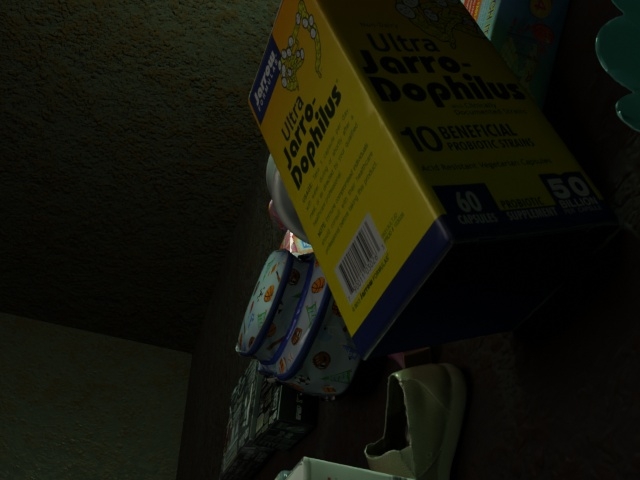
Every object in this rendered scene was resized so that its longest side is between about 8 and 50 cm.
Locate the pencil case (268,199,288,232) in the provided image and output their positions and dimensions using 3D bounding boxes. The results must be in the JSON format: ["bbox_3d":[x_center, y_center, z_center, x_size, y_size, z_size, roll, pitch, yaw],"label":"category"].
[{"bbox_3d":[-0.040,-0.110,1.733,0.284,0.124,0.124,135,148,-67],"label":"pencil case"}]

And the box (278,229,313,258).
[{"bbox_3d":[-0.048,0.109,1.515,0.128,0.122,0.257,-92,21,-50],"label":"box"}]

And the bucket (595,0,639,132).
[{"bbox_3d":[0.278,-0.141,0.319,0.281,0.183,0.281,-165,90,-77],"label":"bucket"}]

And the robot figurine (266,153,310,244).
[{"bbox_3d":[0.013,-0.101,1.213,0.199,0.300,0.353,-32,14,0],"label":"robot figurine"}]

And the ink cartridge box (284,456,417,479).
[{"bbox_3d":[0.067,0.295,0.632,0.159,0.217,0.092,-90,20,-46],"label":"ink cartridge box"}]

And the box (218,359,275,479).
[{"bbox_3d":[-0.159,0.418,1.740,0.307,0.076,0.242,120,160,-48],"label":"box"}]

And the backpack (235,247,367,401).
[{"bbox_3d":[-0.009,0.128,1.192,0.263,0.213,0.277,-8,66,66],"label":"backpack"}]

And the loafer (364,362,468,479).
[{"bbox_3d":[0.094,0.266,0.826,0.102,0.092,0.269,150,133,-72],"label":"loafer"}]

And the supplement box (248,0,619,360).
[{"bbox_3d":[0.088,-0.090,0.744,0.357,0.194,0.195,65,146,30],"label":"supplement box"}]

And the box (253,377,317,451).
[{"bbox_3d":[-0.067,0.322,1.459,0.180,0.077,0.147,123,158,-53],"label":"box"}]

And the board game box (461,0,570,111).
[{"bbox_3d":[0.205,-0.266,0.963,0.302,0.086,0.308,-169,93,-76],"label":"board game box"}]

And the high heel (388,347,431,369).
[{"bbox_3d":[0.105,0.054,0.935,0.117,0.082,0.244,-121,18,-60],"label":"high heel"}]

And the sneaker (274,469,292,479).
[{"bbox_3d":[-0.117,0.528,1.347,0.110,0.122,0.283,-96,25,-56],"label":"sneaker"}]
